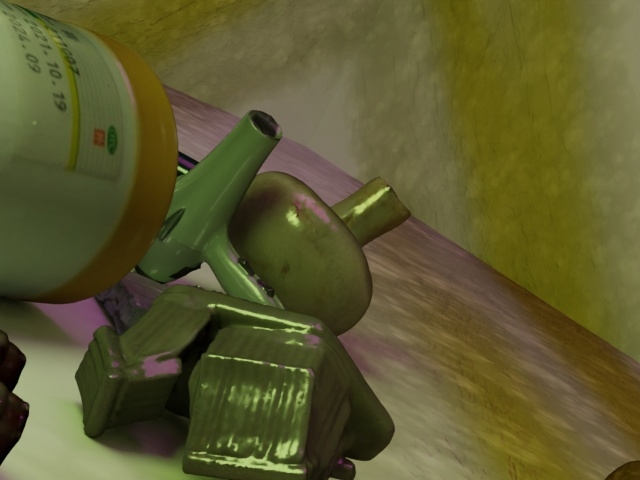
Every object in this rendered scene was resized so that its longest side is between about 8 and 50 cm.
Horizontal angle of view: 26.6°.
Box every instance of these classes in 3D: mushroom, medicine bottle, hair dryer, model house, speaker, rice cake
[{"bbox_3d":[0.000,0.000,1.540,0.207,0.215,0.207,52,-14,19],"label":"mushroom"},{"bbox_3d":[-0.272,-0.076,1.087,0.238,0.238,0.232,33,9,30],"label":"medicine bottle"},{"bbox_3d":[-0.062,-0.007,1.405,0.267,0.229,0.092,31,25,19],"label":"hair dryer"},{"bbox_3d":[-0.067,0.121,0.990,0.229,0.122,0.188,15,19,10],"label":"model house"},{"bbox_3d":[-0.222,-0.093,2.075,0.075,0.060,0.094,28,43,4],"label":"speaker"},{"bbox_3d":[-0.107,0.091,1.302,0.211,0.038,0.124,24,8,-28],"label":"rice cake"}]

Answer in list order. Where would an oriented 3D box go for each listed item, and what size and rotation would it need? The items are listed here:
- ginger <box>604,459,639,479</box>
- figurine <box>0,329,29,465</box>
[{"bbox_3d":[0.362,0.310,1.184,0.309,0.133,0.107,31,18,-11],"label":"ginger"},{"bbox_3d":[-0.336,0.016,0.698,0.365,0.206,0.218,51,19,-29],"label":"figurine"}]
